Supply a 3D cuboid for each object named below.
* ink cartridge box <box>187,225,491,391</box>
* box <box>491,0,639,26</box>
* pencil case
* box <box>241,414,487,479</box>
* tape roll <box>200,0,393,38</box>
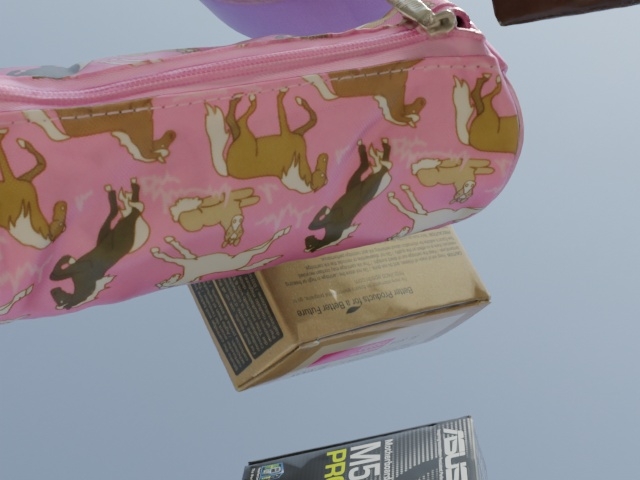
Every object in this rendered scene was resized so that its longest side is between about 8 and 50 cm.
[{"bbox_3d":[0.000,0.000,0.897,0.234,0.088,0.193,-7,-115,-46],"label":"ink cartridge box"},{"bbox_3d":[0.272,-0.209,0.538,0.191,0.381,0.143,-25,-75,-38],"label":"box"},{"bbox_3d":[-0.071,-0.054,0.688,0.386,0.160,0.167,-13,-74,-23],"label":"pencil case"},{"bbox_3d":[0.031,0.256,0.904,0.216,0.270,0.060,-14,-68,11],"label":"box"},{"bbox_3d":[-0.017,-0.315,0.993,0.275,0.090,0.275,-6,-106,22],"label":"tape roll"}]
